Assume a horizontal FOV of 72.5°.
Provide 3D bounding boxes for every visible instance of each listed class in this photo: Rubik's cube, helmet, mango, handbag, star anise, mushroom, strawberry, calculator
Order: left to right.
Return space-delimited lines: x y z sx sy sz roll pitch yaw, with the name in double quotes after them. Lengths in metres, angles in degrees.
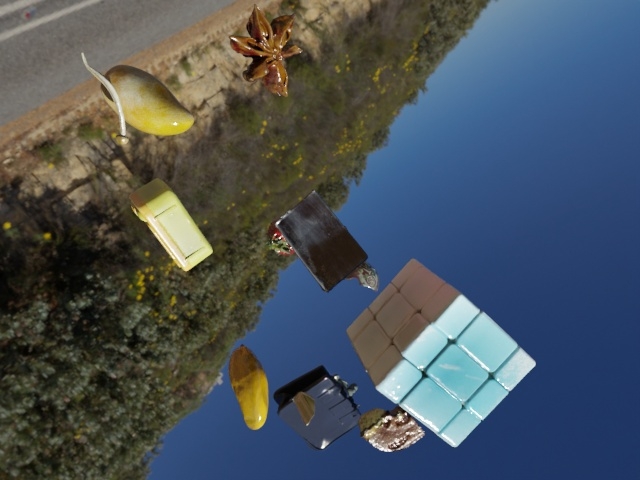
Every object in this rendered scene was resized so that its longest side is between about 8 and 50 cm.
-0.710 -0.474 1.468 0.068 0.306 0.043 -16 -153 -9 "mushroom"
-0.680 -0.541 1.722 0.199 0.384 0.221 -57 -174 45 "mango"
-0.163 0.332 1.000 0.075 0.190 0.098 -2 157 -32 "mango"
-0.134 -0.446 1.045 0.111 0.212 0.196 22 -143 20 "star anise"
-0.111 -0.030 1.435 0.131 0.131 0.148 -19 -137 46 "strawberry"
0.000 0.000 1.209 0.161 0.261 0.021 -40 162 10 "calculator"
0.010 0.602 1.606 0.269 0.325 0.118 -31 -145 1 "handbag"
0.186 0.141 1.908 0.153 0.177 0.107 24 90 -84 "helmet"
0.311 0.293 1.213 0.316 0.322 0.319 -47 -163 3 "Rubik's cube"

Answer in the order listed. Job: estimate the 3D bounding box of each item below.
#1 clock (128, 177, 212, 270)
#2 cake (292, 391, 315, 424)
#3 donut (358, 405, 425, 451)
-0.357 -0.037 1.044 0.096 0.202 0.143 -39 -143 -18 "clock"
-0.039 0.546 1.411 0.052 0.065 0.121 -49 -153 0 "cake"
0.219 0.609 1.422 0.187 0.144 0.126 -29 -172 -9 "donut"
